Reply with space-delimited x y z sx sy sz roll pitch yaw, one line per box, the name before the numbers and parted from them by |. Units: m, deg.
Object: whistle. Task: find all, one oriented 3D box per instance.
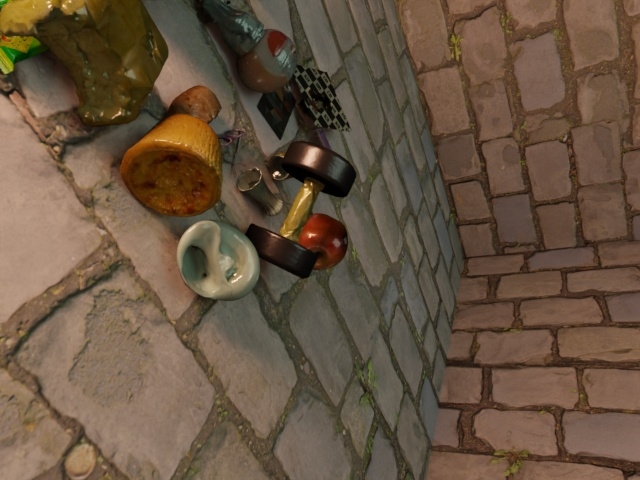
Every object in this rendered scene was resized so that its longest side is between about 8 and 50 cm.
whistle | -0.186 -0.553 1.238 0.348 0.189 0.189 44 46 -33

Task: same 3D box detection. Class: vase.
vase | -0.162 -0.130 1.258 0.149 0.081 0.081 50 42 -48

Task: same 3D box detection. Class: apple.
apple | 0.000 0.000 1.420 0.199 0.199 0.199 22 64 -57

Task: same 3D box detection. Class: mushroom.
mushroom | -0.301 -0.306 1.055 0.094 0.072 0.210 56 38 -24

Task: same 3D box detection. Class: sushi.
sushi | -0.012 -0.513 1.645 0.290 0.050 0.264 -19 85 -58

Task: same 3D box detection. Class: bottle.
bottle | -0.062 -0.258 1.456 0.286 0.082 0.082 -32 111 -58

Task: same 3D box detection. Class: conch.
conch | -0.241 0.049 1.024 0.221 0.120 0.185 53 44 -30

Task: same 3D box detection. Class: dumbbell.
dumbbell | -0.056 -0.081 1.187 0.203 0.203 0.323 33 81 -54

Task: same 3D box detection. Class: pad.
pad | -0.138 -0.445 1.448 0.143 0.003 0.211 53 40 -42

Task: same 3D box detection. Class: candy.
candy | -0.498 -0.363 0.756 0.102 0.032 0.178 63 34 -30

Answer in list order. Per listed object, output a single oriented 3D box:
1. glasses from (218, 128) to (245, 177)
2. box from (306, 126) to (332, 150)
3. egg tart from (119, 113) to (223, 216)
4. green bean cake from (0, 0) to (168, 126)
glasses | -0.242 -0.230 1.188 0.140 0.062 0.104 -55 152 -51
box | -0.002 -0.358 1.621 0.117 0.050 0.036 62 34 -35
egg tart | -0.298 -0.165 0.929 0.202 0.202 0.147 52 27 -42
green bean cake | -0.396 -0.351 0.791 0.236 0.124 0.233 66 33 -54
